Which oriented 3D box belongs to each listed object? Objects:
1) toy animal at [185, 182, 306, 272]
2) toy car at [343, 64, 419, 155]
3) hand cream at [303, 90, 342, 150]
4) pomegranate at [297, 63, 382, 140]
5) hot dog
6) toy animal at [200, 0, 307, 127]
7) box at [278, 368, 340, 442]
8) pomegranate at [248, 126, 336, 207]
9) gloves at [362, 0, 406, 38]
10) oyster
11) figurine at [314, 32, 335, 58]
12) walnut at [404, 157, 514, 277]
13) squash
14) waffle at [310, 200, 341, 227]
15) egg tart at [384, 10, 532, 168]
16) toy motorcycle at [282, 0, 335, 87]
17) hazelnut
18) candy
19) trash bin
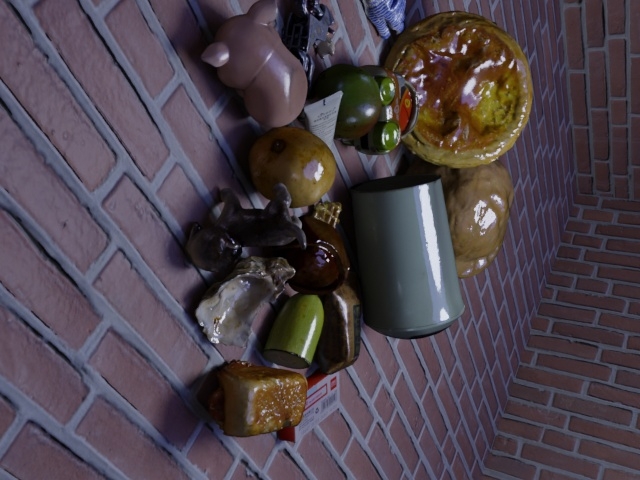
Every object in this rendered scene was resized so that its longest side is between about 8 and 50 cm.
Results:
[{"bbox_3d":[-0.146,-0.018,1.372,0.169,0.233,0.121,-98,174,-52],"label":"toy animal"},{"bbox_3d":[0.167,-0.342,1.776,0.235,0.145,0.235,-15,112,-43],"label":"toy car"},{"bbox_3d":[-0.002,-0.234,1.546,0.095,0.059,0.276,-27,160,-16],"label":"hand cream"},{"bbox_3d":[0.035,-0.315,1.603,0.209,0.180,0.180,-13,111,-25],"label":"pomegranate"},{"bbox_3d":[-0.146,0.336,1.475,0.256,0.153,0.151,13,82,-61],"label":"hot dog"},{"bbox_3d":[-0.116,-0.327,1.348,0.167,0.154,0.250,-59,141,-17],"label":"toy animal"},{"bbox_3d":[-0.027,0.418,1.788,0.229,0.050,0.123,-24,116,-54],"label":"box"},{"bbox_3d":[-0.058,-0.148,1.467,0.196,0.196,0.196,-22,116,-55],"label":"pomegranate"},{"bbox_3d":[0.170,-0.611,1.813,0.119,0.097,0.229,-50,153,7],"label":"gloves"},{"bbox_3d":[-0.165,0.111,1.456,0.232,0.107,0.162,-39,137,-24],"label":"oyster"},{"bbox_3d":[0.010,-0.471,1.627,0.051,0.047,0.083,-63,140,-53],"label":"figurine"},{"bbox_3d":[0.410,-0.097,2.082,0.383,0.383,0.384,-22,116,-55],"label":"walnut"},{"bbox_3d":[-0.054,0.201,1.628,0.123,0.123,0.187,50,53,-51],"label":"squash"},{"bbox_3d":[0.000,0.000,1.726,0.160,0.046,0.192,-25,119,-53],"label":"waffle"},{"bbox_3d":[0.372,-0.418,1.958,0.178,0.442,0.444,-135,-127,-85],"label":"egg tart"},{"bbox_3d":[-0.029,-0.442,1.537,0.122,0.080,0.216,-2,105,-56],"label":"toy motorcycle"},{"bbox_3d":[-0.023,0.040,1.573,0.202,0.170,0.160,56,49,-20],"label":"hazelnut"},{"bbox_3d":[0.053,0.208,1.824,0.143,0.101,0.272,-3,96,-57],"label":"candy"},{"bbox_3d":[0.230,0.052,1.865,0.280,0.280,0.433,-27,111,-53],"label":"trash bin"}]
